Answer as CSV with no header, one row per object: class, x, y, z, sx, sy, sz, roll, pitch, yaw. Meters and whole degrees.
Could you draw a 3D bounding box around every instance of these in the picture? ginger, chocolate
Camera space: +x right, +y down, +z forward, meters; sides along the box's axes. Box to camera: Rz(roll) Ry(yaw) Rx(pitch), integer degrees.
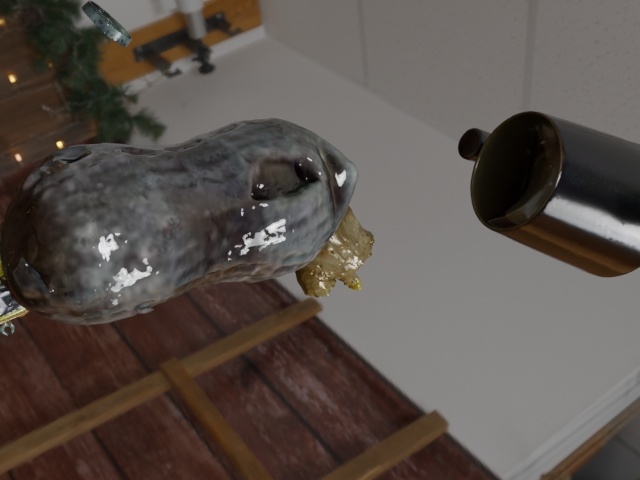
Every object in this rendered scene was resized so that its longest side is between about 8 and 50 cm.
ginger,0.000,0.000,1.226,0.216,0.157,0.102,49,-7,-14
chocolate,-0.079,-0.016,0.489,0.110,0.248,0.110,13,-72,45

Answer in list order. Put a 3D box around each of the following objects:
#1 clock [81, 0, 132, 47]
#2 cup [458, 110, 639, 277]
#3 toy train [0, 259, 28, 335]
clock,-0.316,-0.321,1.167,0.085,0.017,0.085,43,8,-8
cup,0.267,-0.055,0.942,0.239,0.177,0.166,2,-101,60
toy train,-0.495,0.043,1.167,0.127,0.089,0.219,1,-68,56
